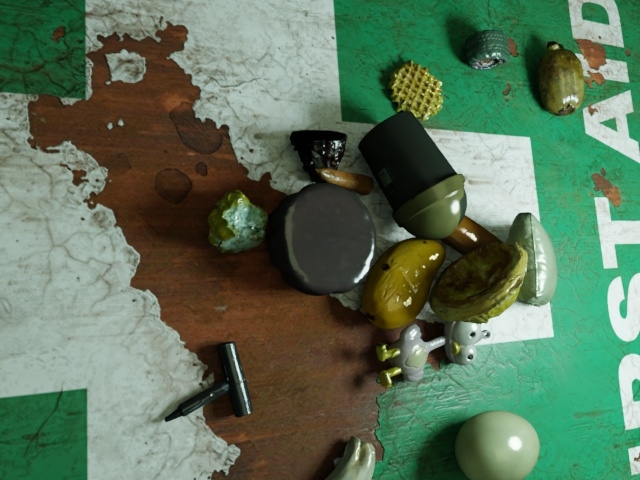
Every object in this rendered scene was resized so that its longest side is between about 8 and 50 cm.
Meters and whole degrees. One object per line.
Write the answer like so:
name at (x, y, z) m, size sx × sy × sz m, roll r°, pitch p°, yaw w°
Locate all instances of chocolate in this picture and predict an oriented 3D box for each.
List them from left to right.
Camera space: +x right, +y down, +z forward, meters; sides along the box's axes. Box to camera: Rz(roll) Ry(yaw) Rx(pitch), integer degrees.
chocolate at (-0.004, -0.211, 1.314) m, size 0.156 × 0.156 × 0.133 m, roll -8°, pitch 113°, yaw -23°

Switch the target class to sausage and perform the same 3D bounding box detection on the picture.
sausage at (0.436, -0.002, 1.460) m, size 0.274 × 0.105 × 0.105 m, roll 31°, pitch 72°, yaw -15°

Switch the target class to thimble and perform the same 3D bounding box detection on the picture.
thimble at (0.521, -0.595, 1.576) m, size 0.135 × 0.118 × 0.090 m, roll -2°, pitch 87°, yaw -38°

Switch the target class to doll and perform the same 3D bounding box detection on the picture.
doll at (0.311, 0.288, 1.365) m, size 0.365 × 0.094 × 0.160 m, roll -10°, pitch 99°, yaw -20°

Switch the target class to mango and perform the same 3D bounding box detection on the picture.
mango at (0.218, 0.107, 1.346) m, size 0.177 × 0.120 × 0.295 m, roll 42°, pitch 64°, yaw -7°

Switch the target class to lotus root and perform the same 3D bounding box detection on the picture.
lotus root at (0.796, -0.542, 1.673) m, size 0.145 × 0.128 × 0.260 m, roll -6°, pitch 83°, yaw -13°

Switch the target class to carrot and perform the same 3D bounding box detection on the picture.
carrot at (0.060, -0.156, 1.297) m, size 0.224 × 0.057 × 0.057 m, roll 5°, pitch 78°, yaw -53°

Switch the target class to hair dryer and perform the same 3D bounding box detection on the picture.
hair dryer at (-0.268, 0.340, 1.155) m, size 0.195 × 0.050 × 0.173 m, roll -13°, pitch 84°, yaw -20°

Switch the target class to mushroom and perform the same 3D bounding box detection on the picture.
mushroom at (0.010, 0.625, 1.197) m, size 0.351 × 0.095 × 0.123 m, roll -40°, pitch 80°, yaw -24°

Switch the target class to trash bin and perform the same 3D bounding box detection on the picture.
trash bin at (0.258, -0.157, 1.337) m, size 0.214 × 0.214 × 0.334 m, roll -25°, pitch 77°, yaw -23°

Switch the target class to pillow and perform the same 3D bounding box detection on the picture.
pillow at (0.613, 0.064, 1.448) m, size 0.322 × 0.120 × 0.255 m, roll 17°, pitch 70°, yaw -59°

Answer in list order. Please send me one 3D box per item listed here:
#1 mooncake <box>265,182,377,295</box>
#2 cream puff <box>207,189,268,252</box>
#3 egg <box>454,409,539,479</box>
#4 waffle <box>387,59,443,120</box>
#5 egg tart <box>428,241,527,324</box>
mooncake at (0.000, 0.000, 1.258) m, size 0.283 × 0.141 × 0.283 m, roll 4°, pitch 82°, yaw -26°
cream puff at (-0.202, -0.046, 1.198) m, size 0.156 × 0.121 × 0.156 m, roll 11°, pitch 75°, yaw -44°
egg at (0.475, 0.552, 1.342) m, size 0.254 × 0.188 × 0.188 m, roll -7°, pitch 85°, yaw -28°
waffle at (0.285, -0.443, 1.498) m, size 0.191 × 0.038 × 0.191 m, roll 4°, pitch 80°, yaw -22°
egg tart at (0.420, 0.122, 1.301) m, size 0.290 × 0.290 × 0.115 m, roll -45°, pitch 104°, yaw -21°
